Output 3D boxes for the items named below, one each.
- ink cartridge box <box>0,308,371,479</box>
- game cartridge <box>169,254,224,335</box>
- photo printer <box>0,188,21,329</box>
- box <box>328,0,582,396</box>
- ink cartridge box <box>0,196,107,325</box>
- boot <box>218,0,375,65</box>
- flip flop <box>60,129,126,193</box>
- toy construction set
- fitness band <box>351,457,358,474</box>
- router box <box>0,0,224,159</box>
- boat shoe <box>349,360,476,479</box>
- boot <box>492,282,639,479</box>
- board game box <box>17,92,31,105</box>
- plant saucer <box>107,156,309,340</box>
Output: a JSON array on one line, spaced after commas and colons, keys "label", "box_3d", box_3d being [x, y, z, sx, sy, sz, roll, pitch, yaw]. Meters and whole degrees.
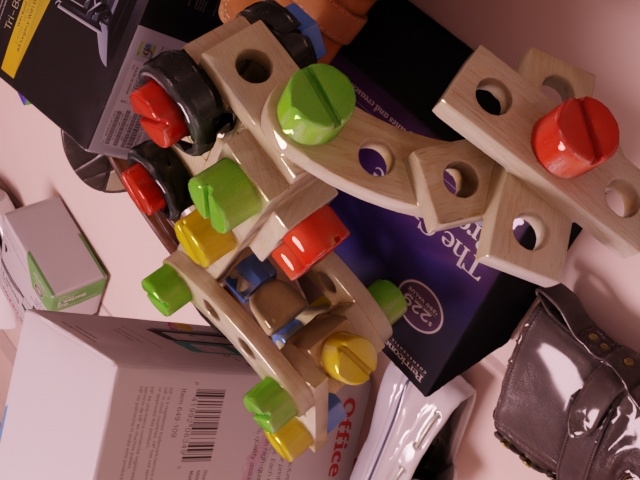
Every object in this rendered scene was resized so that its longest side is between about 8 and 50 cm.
[{"label": "ink cartridge box", "box_3d": [-0.128, 0.189, 0.729, 0.197, 0.270, 0.198, 13, 91, 49]}, {"label": "game cartridge", "box_3d": [-0.121, 0.052, 0.772, 0.056, 0.017, 0.083, 36, 157, 58]}, {"label": "photo printer", "box_3d": [-0.618, 0.010, 1.434, 0.307, 0.107, 0.256, 23, 127, 46]}, {"label": "box", "box_3d": [0.046, -0.051, 0.560, 0.261, 0.103, 0.184, 46, 143, 25]}, {"label": "ink cartridge box", "box_3d": [-0.424, 0.063, 1.235, 0.160, 0.093, 0.219, 54, 143, 16]}, {"label": "boot", "box_3d": [0.039, -0.173, 0.407, 0.283, 0.109, 0.220, 45, 109, 32]}, {"label": "flip flop", "box_3d": [-0.247, -0.177, 0.868, 0.080, 0.112, 0.277, -96, -8, -58]}, {"label": "toy construction set", "box_3d": [0.000, 0.000, 0.421, 0.215, 0.151, 0.328, 53, 143, 3]}, {"label": "fitness band", "box_3d": [0.012, 0.344, 0.878, 0.209, 0.054, 0.290, 17, 124, 46]}, {"label": "router box", "box_3d": [-0.151, -0.246, 0.596, 0.243, 0.081, 0.309, 37, 107, 34]}, {"label": "boat shoe", "box_3d": [0.078, 0.197, 0.678, 0.076, 0.083, 0.226, 34, 134, 37]}, {"label": "boot", "box_3d": [0.208, 0.178, 0.516, 0.229, 0.091, 0.263, 33, 130, 44]}, {"label": "board game box", "box_3d": [-0.403, -0.360, 0.997, 0.213, 0.046, 0.317, -32, 84, 54]}, {"label": "plant saucer", "box_3d": [-0.117, -0.014, 0.737, 0.310, 0.050, 0.310, 48, 165, 18]}]
